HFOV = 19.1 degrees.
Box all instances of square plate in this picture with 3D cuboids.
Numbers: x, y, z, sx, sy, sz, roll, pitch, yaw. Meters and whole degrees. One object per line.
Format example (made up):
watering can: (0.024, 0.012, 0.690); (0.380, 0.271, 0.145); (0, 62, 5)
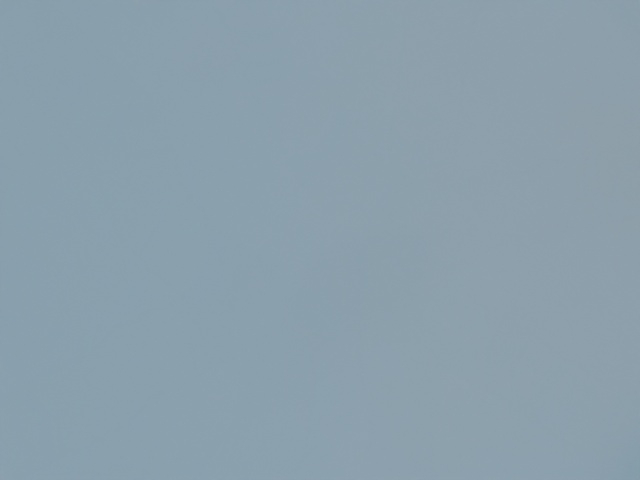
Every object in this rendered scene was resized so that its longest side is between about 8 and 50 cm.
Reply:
square plate: (0.000, 0.000, 0.432); (0.344, 0.347, 0.049); (41, 164, -25)
